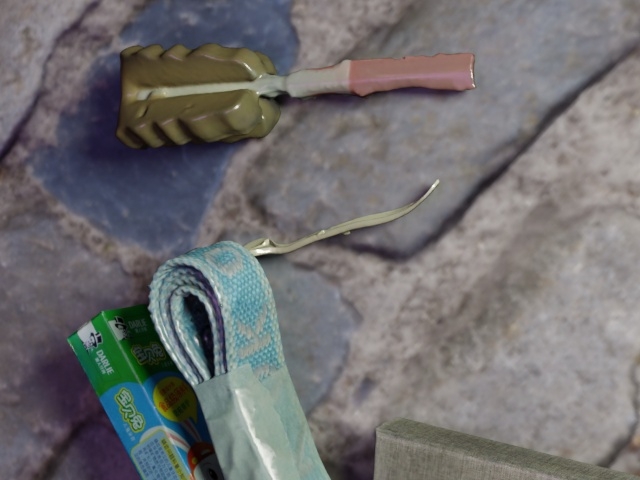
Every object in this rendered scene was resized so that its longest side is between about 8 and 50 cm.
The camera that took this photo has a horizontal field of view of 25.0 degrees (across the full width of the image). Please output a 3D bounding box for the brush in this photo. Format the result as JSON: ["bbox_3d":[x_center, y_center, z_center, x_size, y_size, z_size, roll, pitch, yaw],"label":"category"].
[{"bbox_3d":[-0.026,-0.117,1.093,0.301,0.071,0.084,-1,91,26],"label":"brush"}]

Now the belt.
[{"bbox_3d":[-0.043,0.147,1.103,0.087,0.072,0.302,-22,91,33],"label":"belt"}]

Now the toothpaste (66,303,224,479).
[{"bbox_3d":[-0.114,0.178,1.169,0.050,0.065,0.266,-38,75,29],"label":"toothpaste"}]

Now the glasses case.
[{"bbox_3d":[0.135,0.183,1.030,0.205,0.047,0.071,10,104,30],"label":"glasses case"}]

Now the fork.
[{"bbox_3d":[-0.003,-0.006,1.104,0.219,0.034,0.028,-23,91,31],"label":"fork"}]
